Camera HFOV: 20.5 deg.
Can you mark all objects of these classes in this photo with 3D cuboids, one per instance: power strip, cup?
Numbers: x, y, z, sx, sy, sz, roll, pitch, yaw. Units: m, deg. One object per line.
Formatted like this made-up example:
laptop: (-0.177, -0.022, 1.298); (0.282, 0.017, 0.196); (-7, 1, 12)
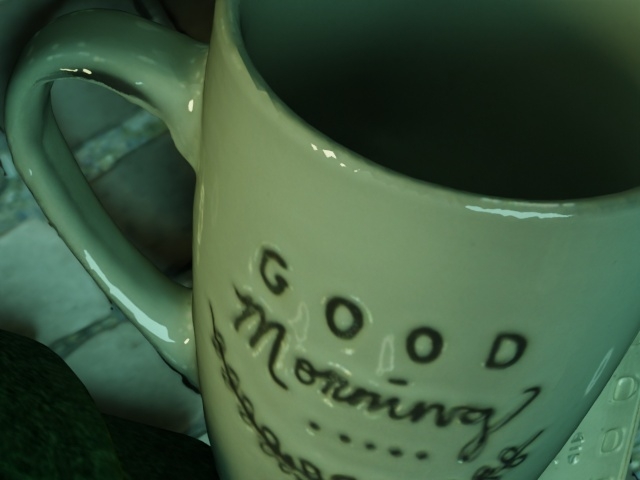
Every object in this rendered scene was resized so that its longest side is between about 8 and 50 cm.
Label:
power strip: (0.129, 0.084, 0.891); (0.060, 0.027, 0.252); (-8, 128, -17)
cup: (0.000, 0.000, 0.695); (0.258, 0.186, 0.234); (15, 131, 0)

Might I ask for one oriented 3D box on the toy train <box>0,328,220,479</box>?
toy train: (-0.216, 0.150, 0.707); (0.442, 0.179, 0.272); (20, 108, -34)
